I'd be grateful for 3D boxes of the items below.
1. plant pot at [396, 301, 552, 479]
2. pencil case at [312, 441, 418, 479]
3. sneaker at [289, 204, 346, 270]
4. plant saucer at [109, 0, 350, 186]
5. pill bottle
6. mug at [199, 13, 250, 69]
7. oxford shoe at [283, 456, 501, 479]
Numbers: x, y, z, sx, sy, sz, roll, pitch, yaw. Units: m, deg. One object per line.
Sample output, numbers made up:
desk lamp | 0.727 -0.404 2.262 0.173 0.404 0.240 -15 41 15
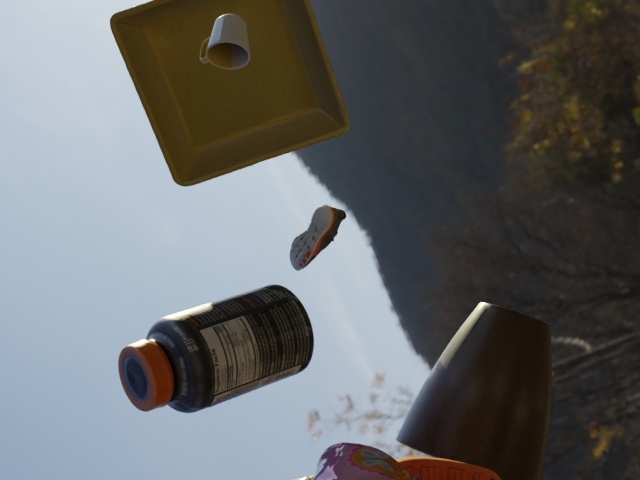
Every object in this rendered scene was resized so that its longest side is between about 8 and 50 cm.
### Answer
plant pot | 0.246 0.214 1.635 0.215 0.215 0.230 28 -101 -68
pencil case | 0.001 0.319 1.124 0.124 0.124 0.284 63 -149 -11
sneaker | 0.000 0.000 2.106 0.065 0.158 0.061 3 -133 -39
plant saucer | -0.153 -0.298 1.972 0.081 0.333 0.332 -99 -10 -66
pill bottle | -0.139 0.146 1.476 0.246 0.130 0.130 -15 -100 -38
mug | -0.137 -0.286 1.602 0.062 0.078 0.064 80 -169 -60
oxford shoe | 0.052 0.327 1.406 0.133 0.364 0.129 -177 86 -73
